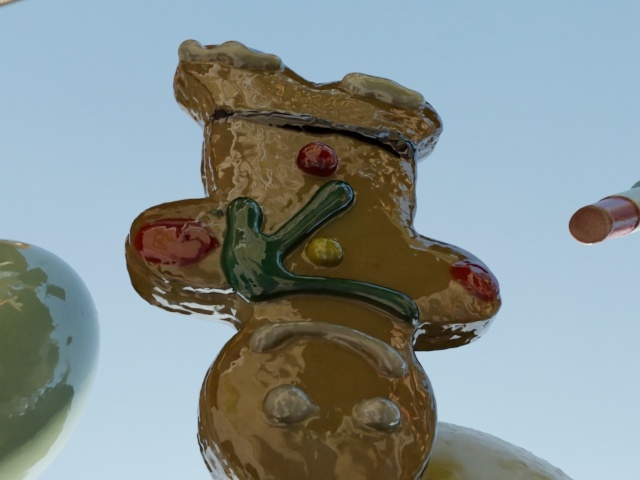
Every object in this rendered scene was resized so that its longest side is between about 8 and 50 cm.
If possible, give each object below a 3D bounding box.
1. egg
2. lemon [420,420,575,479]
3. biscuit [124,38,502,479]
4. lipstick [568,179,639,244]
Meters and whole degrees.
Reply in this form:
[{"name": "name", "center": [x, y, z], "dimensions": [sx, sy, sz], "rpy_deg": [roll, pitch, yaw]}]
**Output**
[{"name": "egg", "center": [-0.215, 0.081, 0.459], "dimensions": [0.149, 0.192, 0.149], "rpy_deg": [13, -49, 15]}, {"name": "lemon", "center": [0.078, 0.289, 0.527], "dimensions": [0.347, 0.348, 0.348], "rpy_deg": [-1, -95, 12]}, {"name": "biscuit", "center": [0.000, 0.000, 0.403], "dimensions": [0.196, 0.049, 0.302], "rpy_deg": [7, -130, -8]}, {"name": "lipstick", "center": [0.334, -0.038, 0.759], "dimensions": [0.068, 0.274, 0.061], "rpy_deg": [3, -77, 49]}]
